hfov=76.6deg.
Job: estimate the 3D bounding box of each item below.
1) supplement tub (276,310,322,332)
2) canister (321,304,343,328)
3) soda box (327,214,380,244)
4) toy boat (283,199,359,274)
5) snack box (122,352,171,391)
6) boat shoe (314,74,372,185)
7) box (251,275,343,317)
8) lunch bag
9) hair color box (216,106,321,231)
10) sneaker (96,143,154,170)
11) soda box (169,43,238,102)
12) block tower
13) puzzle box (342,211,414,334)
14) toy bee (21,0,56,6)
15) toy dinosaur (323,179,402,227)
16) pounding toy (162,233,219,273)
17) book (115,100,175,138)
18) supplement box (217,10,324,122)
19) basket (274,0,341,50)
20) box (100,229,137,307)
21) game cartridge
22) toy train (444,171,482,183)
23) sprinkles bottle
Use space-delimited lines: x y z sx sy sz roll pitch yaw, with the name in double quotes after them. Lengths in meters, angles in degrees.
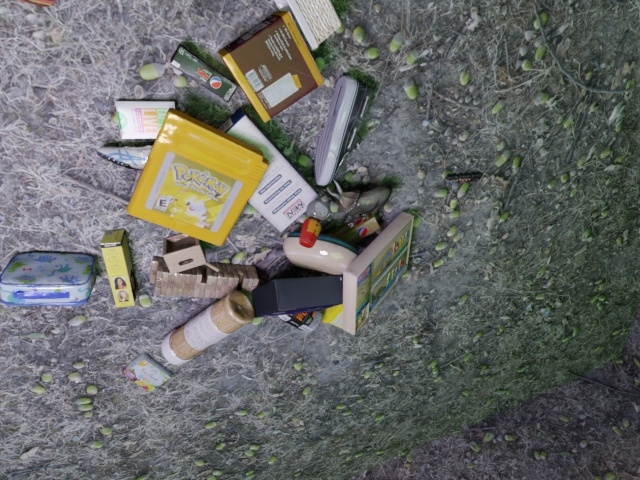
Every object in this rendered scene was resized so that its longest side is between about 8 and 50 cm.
-0.095 0.258 1.513 0.190 0.117 0.117 34 103 -33 "supplement tub"
0.092 0.295 1.632 0.170 0.073 0.126 29 106 -33 "canister"
0.116 -0.031 1.452 0.181 0.061 0.058 -32 125 0 "soda box"
0.000 0.000 1.306 0.268 0.148 0.318 12 158 14 "toy boat"
-0.639 0.489 1.497 0.100 0.037 0.141 -36 125 1 "snack box"
0.075 -0.318 1.230 0.119 0.121 0.335 9 115 -23 "boat shoe"
-0.071 0.187 1.354 0.261 0.103 0.184 0 161 -34 "box"
-0.761 0.110 1.142 0.219 0.176 0.090 2 118 -23 "lunch bag"
-0.175 -0.203 1.215 0.174 0.105 0.347 -39 125 8 "hair color box"
-0.477 -0.233 1.111 0.237 0.085 0.086 5 91 -19 "sneaker"
-0.303 -0.434 1.058 0.169 0.060 0.053 29 105 -31 "soda box"
-0.383 0.129 1.344 0.336 0.097 0.090 7 116 -23 "block tower"
0.208 0.106 1.423 0.409 0.052 0.272 -41 141 -40 "puzzle box"
-0.537 -0.598 0.793 0.195 0.162 0.298 -39 161 -41 "toy bee"
0.159 -0.128 1.346 0.314 0.160 0.120 -9 78 -18 "toy dinosaur"
-0.403 0.044 1.263 0.141 0.130 0.100 -17 124 -10 "pounding toy"
-0.461 -0.324 1.086 0.144 0.035 0.096 -6 117 -16 "book"
-0.130 -0.457 1.067 0.194 0.129 0.191 -34 125 1 "supplement box"
-0.036 -0.591 1.035 0.103 0.113 0.167 -36 125 -2 "basket"
-0.612 0.087 1.240 0.058 0.087 0.232 -6 122 -15 "box"
-0.333 -0.154 1.107 0.286 0.052 0.323 22 121 -26 "game cartridge"
0.530 -0.232 1.510 0.159 0.027 0.036 -7 132 -17 "toy train"
-0.383 0.298 1.365 0.355 0.121 0.121 -34 127 25 "sprinkles bottle"
